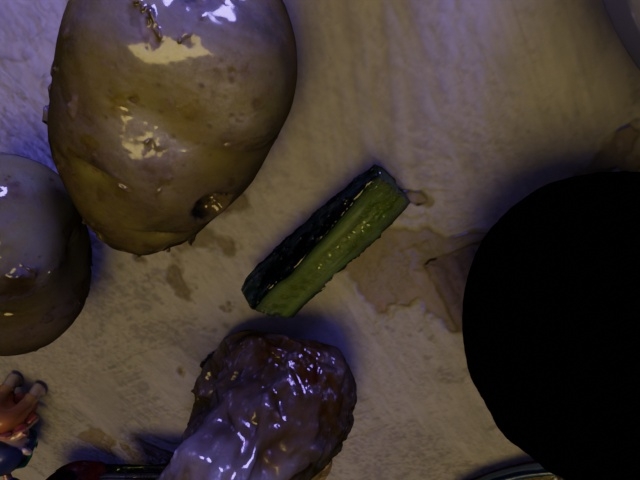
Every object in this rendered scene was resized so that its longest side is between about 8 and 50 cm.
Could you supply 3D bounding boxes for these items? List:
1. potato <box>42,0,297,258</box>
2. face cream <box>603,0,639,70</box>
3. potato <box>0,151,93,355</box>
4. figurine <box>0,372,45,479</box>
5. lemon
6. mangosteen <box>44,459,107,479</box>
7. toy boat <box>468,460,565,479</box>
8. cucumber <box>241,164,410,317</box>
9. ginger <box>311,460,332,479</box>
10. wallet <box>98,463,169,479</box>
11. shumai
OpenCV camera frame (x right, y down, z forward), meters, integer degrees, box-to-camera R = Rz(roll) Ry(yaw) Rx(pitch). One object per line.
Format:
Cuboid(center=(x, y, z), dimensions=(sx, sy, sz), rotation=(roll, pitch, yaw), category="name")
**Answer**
Cuboid(center=(-0.140, -0.107, 0.408), dimensions=(0.191, 0.141, 0.296), rotation=(20, 121, -22), category="potato")
Cuboid(center=(0.313, -0.219, 0.224), dimensions=(0.312, 0.220, 0.357), rotation=(-33, 107, 26), category="face cream")
Cuboid(center=(-0.342, 0.019, 0.498), dimensions=(0.164, 0.165, 0.263), rotation=(20, 133, -3), category="potato")
Cuboid(center=(-0.526, 0.317, 0.732), dimensions=(0.111, 0.102, 0.195), rotation=(25, 121, -2), category="figurine")
Cuboid(center=(0.251, 0.084, 0.397), dimensions=(0.244, 0.245, 0.320), rotation=(-1, 128, 9), category="lemon")
Cuboid(center=(-0.413, 0.479, 0.785), dimensions=(0.165, 0.166, 0.180), rotation=(-4, 146, 11), category="mangosteen")
Cuboid(center=(0.267, 0.388, 0.684), dimensions=(0.228, 0.046, 0.080), rotation=(-36, 110, 25), category="toy boat")
Cuboid(center=(0.000, -0.002, 0.497), dimensions=(0.078, 0.062, 0.211), rotation=(21, 121, -44), category="cucumber")
Cuboid(center=(-0.041, 0.381, 0.730), dimensions=(0.173, 0.051, 0.069), rotation=(-36, 115, 20), category="ginger")
Cuboid(center=(-0.250, 0.481, 0.790), dimensions=(0.168, 0.044, 0.317), rotation=(-2, 130, 7), category="wallet")
Cuboid(center=(-0.092, 0.282, 0.541), dimensions=(0.217, 0.283, 0.346), rotation=(37, 118, -12), category="shumai")
